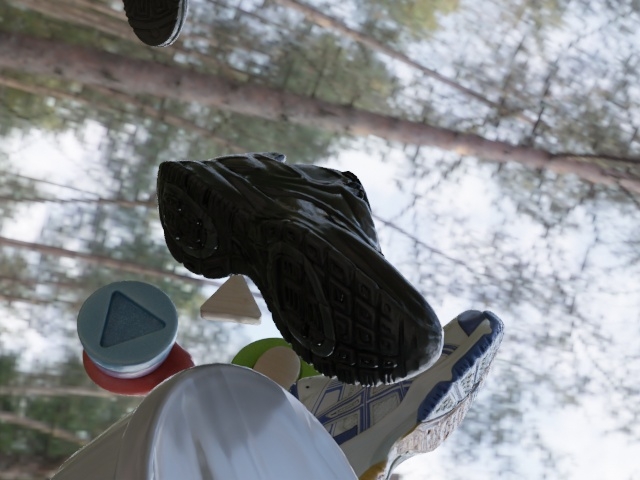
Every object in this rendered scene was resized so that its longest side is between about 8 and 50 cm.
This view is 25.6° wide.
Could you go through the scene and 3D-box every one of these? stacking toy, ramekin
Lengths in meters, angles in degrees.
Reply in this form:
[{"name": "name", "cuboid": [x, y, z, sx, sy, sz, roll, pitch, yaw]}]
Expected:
[{"name": "stacking toy", "cuboid": [-0.152, 0.147, 1.824, 0.309, 0.279, 0.130, 51, -25, 28]}, {"name": "ramekin", "cuboid": [-0.070, 0.222, 0.890, 0.127, 0.273, 0.273, -26, -115, 24]}]

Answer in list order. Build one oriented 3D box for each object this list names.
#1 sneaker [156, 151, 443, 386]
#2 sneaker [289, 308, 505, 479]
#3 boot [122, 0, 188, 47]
[{"name": "sneaker", "cuboid": [0.000, 0.000, 1.023, 0.286, 0.130, 0.109, 37, -44, 40]}, {"name": "sneaker", "cuboid": [0.040, 0.142, 1.235, 0.131, 0.296, 0.112, 34, -32, 24]}, {"name": "boot", "cuboid": [-0.121, -0.283, 1.474, 0.076, 0.208, 0.189, -6, -95, 27]}]
